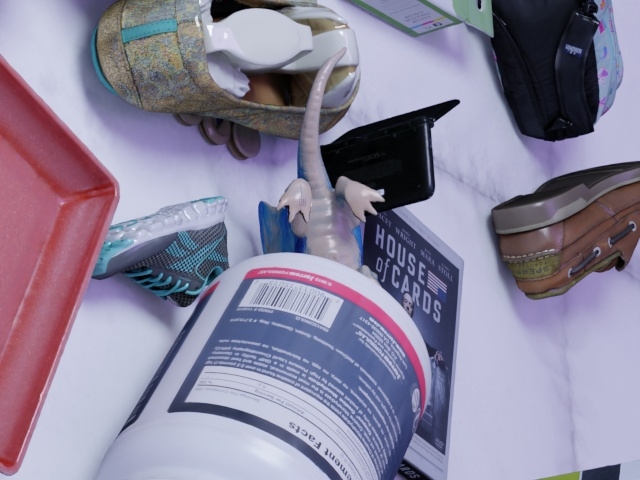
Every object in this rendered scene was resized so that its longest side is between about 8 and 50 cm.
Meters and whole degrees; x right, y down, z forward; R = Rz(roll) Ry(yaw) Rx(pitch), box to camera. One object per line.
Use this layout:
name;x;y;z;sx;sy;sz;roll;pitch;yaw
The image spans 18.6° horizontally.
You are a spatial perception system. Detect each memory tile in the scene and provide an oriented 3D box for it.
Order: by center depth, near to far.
memory tile;-0.096;-0.137;1.594;0.148;0.012;0.113;31;53;-48

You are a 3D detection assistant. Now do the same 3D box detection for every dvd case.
dvd case;0.066;0.081;1.739;0.179;0.029;0.239;40;47;-43

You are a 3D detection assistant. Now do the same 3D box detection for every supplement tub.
supplement tub;-0.044;0.156;1.390;0.191;0.191;0.272;58;36;-25

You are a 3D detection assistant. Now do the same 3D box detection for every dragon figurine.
dragon figurine;0.000;0.000;1.568;0.144;0.085;0.289;166;-87;-79

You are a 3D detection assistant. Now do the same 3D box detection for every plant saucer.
plant saucer;-0.255;-0.017;1.271;0.258;0.047;0.259;49;41;-35

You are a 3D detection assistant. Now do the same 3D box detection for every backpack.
backpack;0.248;-0.196;2.027;0.115;0.152;0.182;-43;126;-44

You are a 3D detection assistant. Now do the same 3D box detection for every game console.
game console;0.059;-0.068;1.700;0.071;0.122;0.107;19;62;-52

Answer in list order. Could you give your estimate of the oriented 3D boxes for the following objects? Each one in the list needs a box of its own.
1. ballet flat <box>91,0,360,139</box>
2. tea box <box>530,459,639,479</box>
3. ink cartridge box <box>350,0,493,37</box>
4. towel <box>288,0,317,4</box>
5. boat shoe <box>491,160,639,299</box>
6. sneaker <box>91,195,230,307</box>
ballet flat;-0.037;-0.148;1.568;0.348;0.123;0.123;-1;78;-57
tea box;0.240;0.370;1.615;0.329;0.323;0.220;48;40;-34
ink cartridge box;0.086;-0.266;1.877;0.209;0.062;0.109;19;62;-53
towel;-0.047;-0.239;1.696;0.148;0.027;0.110;15;65;-54
boat shoe;0.279;-0.015;2.045;0.307;0.110;0.104;-20;98;-48
sneaker;-0.114;0.016;1.462;0.166;0.065;0.076;-20;99;-56
